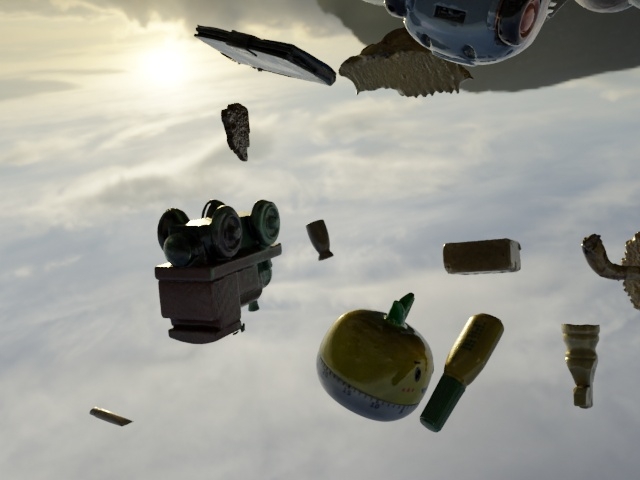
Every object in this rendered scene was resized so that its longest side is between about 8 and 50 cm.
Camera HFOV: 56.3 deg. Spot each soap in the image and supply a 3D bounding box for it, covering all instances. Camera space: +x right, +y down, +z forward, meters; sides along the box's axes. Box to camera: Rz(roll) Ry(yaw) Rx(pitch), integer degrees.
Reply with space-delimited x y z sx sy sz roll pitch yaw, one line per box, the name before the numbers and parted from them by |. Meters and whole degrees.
soap | 0.218 -0.455 1.619 0.304 0.169 0.339 -29 -152 11

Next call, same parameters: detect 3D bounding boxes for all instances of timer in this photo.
timer | 0.140 0.235 1.342 0.285 0.285 0.285 -5 -158 2

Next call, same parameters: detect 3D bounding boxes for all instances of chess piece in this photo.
chess piece | 0.627 0.301 1.432 0.090 0.201 0.090 1 172 0

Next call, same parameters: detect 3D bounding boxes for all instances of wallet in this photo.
wallet | -0.124 -0.406 1.308 0.317 0.044 0.169 25 -175 37

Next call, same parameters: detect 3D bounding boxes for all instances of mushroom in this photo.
mushroom | 0.782 0.077 1.512 0.301 0.233 0.208 9 -160 10

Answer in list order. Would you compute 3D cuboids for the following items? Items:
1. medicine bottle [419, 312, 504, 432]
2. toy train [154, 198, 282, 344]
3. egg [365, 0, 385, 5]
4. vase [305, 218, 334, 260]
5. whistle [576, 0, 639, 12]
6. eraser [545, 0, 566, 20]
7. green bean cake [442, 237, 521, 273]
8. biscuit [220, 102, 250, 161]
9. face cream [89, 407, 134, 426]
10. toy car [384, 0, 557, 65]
medicine bottle | 0.276 0.259 1.187 0.261 0.064 0.095 -52 -160 -24
toy train | -0.168 0.041 1.068 0.150 0.222 0.304 -1 -171 23
egg | 0.137 -0.509 0.894 0.258 0.259 0.352 -21 174 -32
vase | 0.000 0.000 1.543 0.053 0.101 0.053 -18 175 -2
whistle | 0.592 -0.476 1.083 0.189 0.189 0.348 -19 -129 -30
eraser | 0.399 -0.488 0.913 0.343 0.144 0.078 -47 -176 -8
green bean cake | 0.413 0.044 1.528 0.179 0.085 0.109 -5 172 32
biscuit | -0.163 -0.222 1.173 0.019 0.120 0.130 -6 -141 15
face cream | -0.489 0.413 1.394 0.115 0.020 0.038 10 -173 27
toy car | 0.219 -0.356 0.729 0.180 0.271 0.212 28 -149 30
